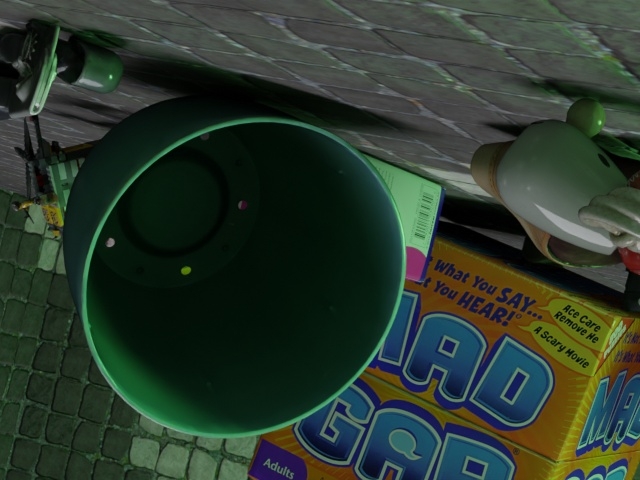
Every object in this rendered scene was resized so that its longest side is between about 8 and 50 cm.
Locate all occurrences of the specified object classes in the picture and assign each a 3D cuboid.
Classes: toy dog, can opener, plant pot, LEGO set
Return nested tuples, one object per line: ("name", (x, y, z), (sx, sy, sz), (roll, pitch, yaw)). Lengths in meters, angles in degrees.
("toy dog", (0.303, -0.018, 1.204), (0.334, 0.161, 0.220), (30, 174, -18))
("can opener", (-0.240, -0.135, 1.548), (0.095, 0.076, 0.283), (15, 177, -18))
("plant pot", (-0.101, -0.001, 1.635), (0.293, 0.293, 0.235), (14, -167, -25))
("LEGO set", (-0.263, -0.013, 2.086), (0.192, 0.255, 0.331), (-15, -161, -21))

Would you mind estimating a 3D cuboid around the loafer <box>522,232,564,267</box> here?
("loafer", (0.282, 0.007, 2.070), (0.050, 0.056, 0.148), (21, 174, -21))

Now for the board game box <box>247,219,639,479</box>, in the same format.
("board game box", (0.193, 0.193, 2.219), (0.356, 0.356, 0.356), (23, -174, 25))

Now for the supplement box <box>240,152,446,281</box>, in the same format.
("supplement box", (0.024, -0.033, 1.915), (0.114, 0.111, 0.220), (11, 176, 33))

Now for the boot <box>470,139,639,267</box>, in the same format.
("boot", (0.261, -0.017, 1.464), (0.207, 0.090, 0.248), (12, 174, 43))

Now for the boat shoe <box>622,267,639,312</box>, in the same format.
("boat shoe", (0.492, 0.070, 2.018), (0.303, 0.091, 0.114), (12, 177, 15))
